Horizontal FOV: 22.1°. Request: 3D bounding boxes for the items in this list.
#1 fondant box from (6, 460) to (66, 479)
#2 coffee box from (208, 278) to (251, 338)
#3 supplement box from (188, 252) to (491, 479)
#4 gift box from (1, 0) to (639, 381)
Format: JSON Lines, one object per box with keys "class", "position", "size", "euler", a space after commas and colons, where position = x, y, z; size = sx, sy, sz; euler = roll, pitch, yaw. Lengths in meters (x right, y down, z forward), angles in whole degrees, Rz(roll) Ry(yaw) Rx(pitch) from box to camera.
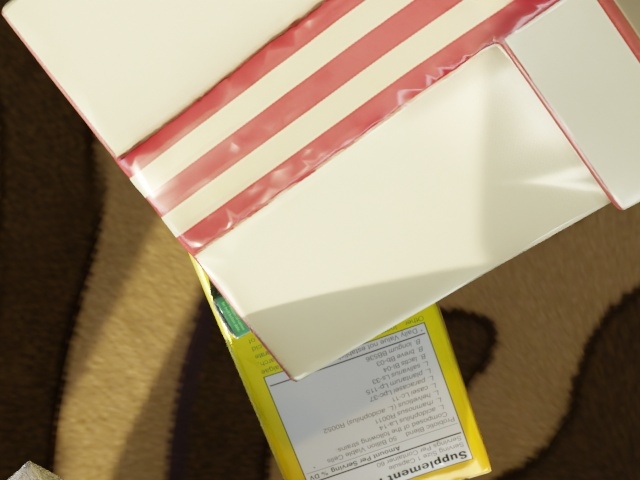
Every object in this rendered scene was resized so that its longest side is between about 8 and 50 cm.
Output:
{"class": "fondant box", "position": [-0.162, 0.375, 1.507], "size": [0.096, 0.238, 0.330], "euler": [-44, 51, 3]}
{"class": "coffee box", "position": [0.000, 0.000, 1.267], "size": [0.184, 0.113, 0.040], "euler": [-29, 107, 2]}
{"class": "supplement box", "position": [0.012, 0.065, 1.582], "size": [0.194, 0.195, 0.356], "euler": [-18, 115, 4]}
{"class": "gift box", "position": [0.049, -0.104, 0.746], "size": [0.258, 0.276, 0.255], "euler": [-32, 108, 25]}
